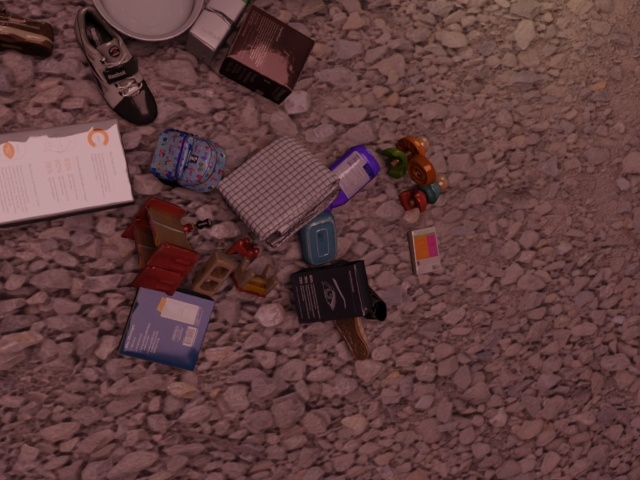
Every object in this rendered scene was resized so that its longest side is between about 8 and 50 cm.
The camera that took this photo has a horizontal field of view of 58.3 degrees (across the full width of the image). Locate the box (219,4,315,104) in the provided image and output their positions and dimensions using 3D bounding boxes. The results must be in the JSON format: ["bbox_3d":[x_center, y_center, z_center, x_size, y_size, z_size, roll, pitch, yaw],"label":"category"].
[{"bbox_3d":[-0.155,-0.521,1.629,0.203,0.168,0.167,25,82,-16],"label":"box"}]

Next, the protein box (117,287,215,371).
[{"bbox_3d":[-0.420,0.226,1.563,0.201,0.136,0.200,18,85,-17],"label":"protein box"}]

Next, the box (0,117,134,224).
[{"bbox_3d":[-0.670,-0.168,1.465,0.345,0.168,0.215,-12,93,-17],"label":"box"}]

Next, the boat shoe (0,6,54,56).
[{"bbox_3d":[-0.819,-0.545,1.466,0.257,0.095,0.095,8,74,-24],"label":"boat shoe"}]

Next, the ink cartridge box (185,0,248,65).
[{"bbox_3d":[-0.283,-0.611,1.597,0.086,0.153,0.209,33,80,-14],"label":"ink cartridge box"}]

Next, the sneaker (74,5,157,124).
[{"bbox_3d":[-0.547,-0.459,1.518,0.122,0.146,0.331,-36,102,-16],"label":"sneaker"}]

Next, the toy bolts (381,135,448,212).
[{"bbox_3d":[0.331,-0.211,1.784,0.158,0.218,0.229,-34,118,-21],"label":"toy bolts"}]

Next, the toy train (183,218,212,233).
[{"bbox_3d":[-0.383,-0.032,1.626,0.158,0.036,0.027,-17,95,-17],"label":"toy train"}]

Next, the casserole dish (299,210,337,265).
[{"bbox_3d":[0.000,0.000,1.708,0.114,0.037,0.189,-17,122,-18],"label":"casserole dish"}]

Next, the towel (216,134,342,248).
[{"bbox_3d":[-0.116,-0.134,1.625,0.283,0.121,0.235,-40,69,-14],"label":"towel"}]

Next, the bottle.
[{"bbox_3d":[0.048,-0.165,1.736,0.283,0.092,0.118,-43,104,-13],"label":"bottle"}]

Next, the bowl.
[{"bbox_3d":[-0.469,-0.665,1.545,0.297,0.134,0.298,0,89,-20],"label":"bowl"}]

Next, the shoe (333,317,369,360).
[{"bbox_3d":[0.092,0.264,1.776,0.076,0.058,0.219,-20,93,14],"label":"shoe"}]

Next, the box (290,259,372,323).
[{"bbox_3d":[0.033,0.149,1.673,0.207,0.108,0.153,-8,94,19],"label":"box"}]

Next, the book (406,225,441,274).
[{"bbox_3d":[0.339,0.032,1.863,0.096,0.035,0.144,-10,94,-21],"label":"book"}]

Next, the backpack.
[{"bbox_3d":[-0.353,-0.214,1.562,0.173,0.117,0.158,16,84,17],"label":"backpack"}]

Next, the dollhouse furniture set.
[{"bbox_3d":[-0.323,0.051,1.557,0.374,0.201,0.152,22,118,-39],"label":"dollhouse furniture set"}]

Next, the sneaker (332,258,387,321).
[{"bbox_3d":[0.127,0.148,1.748,0.083,0.118,0.222,-40,102,-14],"label":"sneaker"}]
